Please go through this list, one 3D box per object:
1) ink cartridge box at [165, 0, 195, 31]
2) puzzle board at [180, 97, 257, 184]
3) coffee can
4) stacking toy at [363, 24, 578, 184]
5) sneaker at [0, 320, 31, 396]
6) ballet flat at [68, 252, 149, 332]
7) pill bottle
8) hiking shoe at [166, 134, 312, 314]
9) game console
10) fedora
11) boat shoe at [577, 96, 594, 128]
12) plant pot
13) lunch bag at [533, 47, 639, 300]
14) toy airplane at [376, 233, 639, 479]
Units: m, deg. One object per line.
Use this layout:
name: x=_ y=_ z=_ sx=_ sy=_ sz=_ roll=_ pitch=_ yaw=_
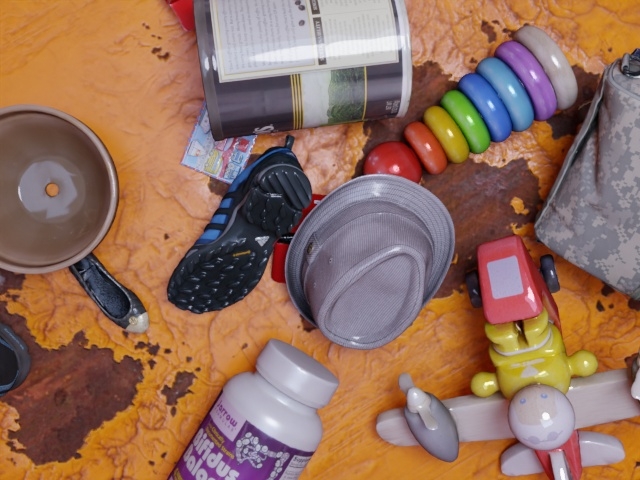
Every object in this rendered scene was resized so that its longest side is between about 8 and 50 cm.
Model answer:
ink cartridge box: x=-0.191 y=-0.438 z=1.053 sx=0.134 sy=0.078 sz=0.231 roll=-31 pitch=96 yaw=-18
puzzle board: x=-0.150 y=-0.160 z=1.127 sx=0.096 sy=0.011 sz=0.128 roll=22 pitch=92 yaw=-5
coffee can: x=-0.028 y=-0.257 z=1.028 sx=0.275 sy=0.201 sz=0.202 roll=-8 pitch=95 yaw=-4
stacking toy: x=0.208 y=-0.177 z=1.094 sx=0.330 sy=0.141 sz=0.141 roll=-32 pitch=96 yaw=4
sneaker: x=-0.577 y=0.104 z=1.056 sx=0.340 sy=0.139 sz=0.125 roll=38 pitch=93 yaw=-4
ballet flat: x=-0.330 y=0.079 z=1.114 sx=0.057 sy=0.049 sz=0.173 roll=-43 pitch=96 yaw=2
pill bottle: x=-0.101 y=0.305 z=1.086 sx=0.169 sy=0.169 sz=0.302 roll=31 pitch=92 yaw=-5
hiking shoe: x=-0.119 y=-0.011 z=1.098 sx=0.113 sy=0.132 sz=0.304 roll=35 pitch=114 yaw=-23
game console: x=0.000 y=0.000 z=1.147 sx=0.143 sy=0.085 sz=0.124 roll=6 pitch=63 yaw=-5
fedora: x=0.076 y=0.053 z=1.058 sx=0.243 sy=0.124 sz=0.275 roll=33 pitch=112 yaw=-20
boat shoe: x=0.522 y=-0.255 z=1.116 sx=0.304 sy=0.109 sz=0.091 roll=-23 pitch=91 yaw=-4
plant pot: x=-0.407 y=-0.073 z=1.068 sx=0.237 sy=0.110 sz=0.238 roll=0 pitch=93 yaw=-4
lunch bag: x=0.463 y=-0.081 z=1.011 sx=0.255 sy=0.213 sz=0.305 roll=20 pitch=128 yaw=6
toy airplane: x=0.316 y=0.233 z=1.053 sx=0.384 sy=0.272 sz=0.386 roll=30 pitch=110 yaw=5
